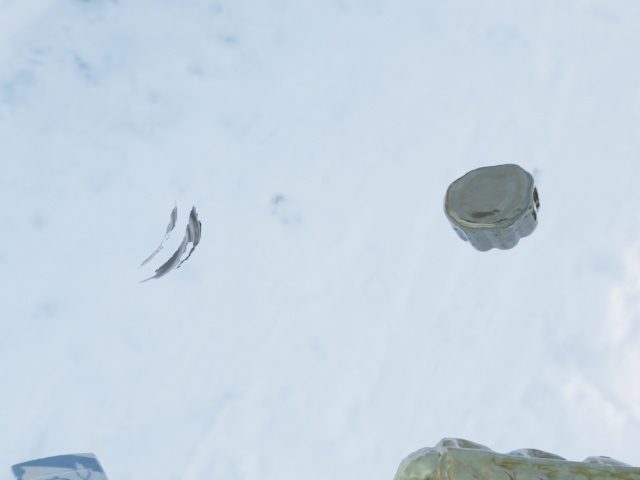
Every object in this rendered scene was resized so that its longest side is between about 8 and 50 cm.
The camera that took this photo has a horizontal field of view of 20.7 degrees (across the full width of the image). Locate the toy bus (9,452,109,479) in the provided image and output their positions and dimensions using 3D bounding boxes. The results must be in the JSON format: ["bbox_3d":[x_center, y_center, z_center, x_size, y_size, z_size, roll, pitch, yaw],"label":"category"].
[{"bbox_3d":[-0.211,0.316,1.599,0.106,0.131,0.297,-6,22,-20],"label":"toy bus"}]

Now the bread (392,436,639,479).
[{"bbox_3d":[0.192,0.256,1.615,0.268,0.130,0.152,9,8,-13],"label":"bread"}]

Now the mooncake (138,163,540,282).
[{"bbox_3d":[-0.007,-0.010,1.153,0.150,0.057,0.347,-44,28,-20],"label":"mooncake"}]
